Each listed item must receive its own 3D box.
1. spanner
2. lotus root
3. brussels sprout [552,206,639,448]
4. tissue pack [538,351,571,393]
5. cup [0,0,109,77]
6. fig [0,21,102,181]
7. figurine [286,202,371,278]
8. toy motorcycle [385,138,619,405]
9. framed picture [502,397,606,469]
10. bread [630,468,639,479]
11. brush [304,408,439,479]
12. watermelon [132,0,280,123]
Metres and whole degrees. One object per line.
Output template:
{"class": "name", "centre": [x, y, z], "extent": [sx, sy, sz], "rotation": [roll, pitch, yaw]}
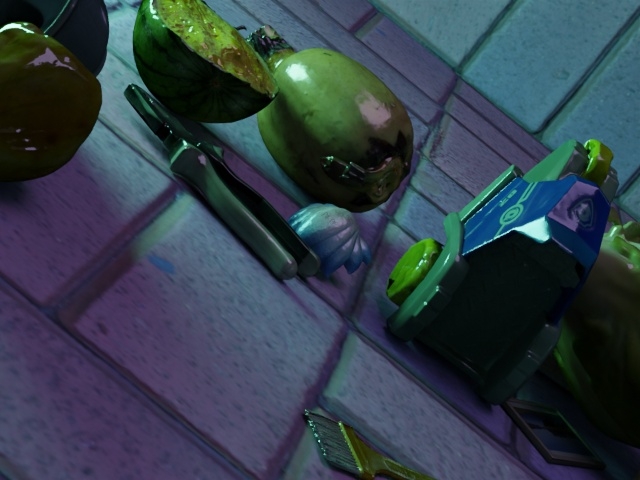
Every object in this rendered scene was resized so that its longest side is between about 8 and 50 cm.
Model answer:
{"class": "spanner", "centre": [-0.123, -0.073, 1.814], "extent": [0.325, 0.040, 0.095], "rotation": [46, 18, 17]}
{"class": "lotus root", "centre": [-0.001, -0.173, 2.092], "extent": [0.310, 0.183, 0.182], "rotation": [47, 18, 24]}
{"class": "brussels sprout", "centre": [0.462, 0.132, 1.992], "extent": [0.371, 0.315, 0.276], "rotation": [20, 11, -3]}
{"class": "tissue pack", "centre": [0.340, 0.158, 2.168], "extent": [0.155, 0.065, 0.115], "rotation": [33, 17, -17]}
{"class": "cup", "centre": [-0.301, -0.229, 1.651], "extent": [0.199, 0.199, 0.150], "rotation": [52, 2, 36]}
{"class": "fig", "centre": [-0.287, -0.123, 1.429], "extent": [0.154, 0.144, 0.166], "rotation": [10, 32, 20]}
{"class": "figurine", "centre": [0.000, 0.000, 1.857], "extent": [0.114, 0.079, 0.114], "rotation": [10, 55, -14]}
{"class": "toy motorcycle", "centre": [0.240, 0.028, 1.837], "extent": [0.191, 0.326, 0.200], "rotation": [35, 19, -12]}
{"class": "framed picture", "centre": [0.292, 0.243, 1.936], "extent": [0.149, 0.011, 0.109], "rotation": [17, 27, -53]}
{"class": "bread", "centre": [0.439, 0.302, 1.839], "extent": [0.133, 0.174, 0.251], "rotation": [42, 21, 16]}
{"class": "brush", "centre": [0.074, 0.226, 1.513], "extent": [0.218, 0.010, 0.082], "rotation": [29, 20, -33]}
{"class": "watermelon", "centre": [-0.162, -0.228, 1.978], "extent": [0.204, 0.127, 0.232], "rotation": [26, 23, -38]}
